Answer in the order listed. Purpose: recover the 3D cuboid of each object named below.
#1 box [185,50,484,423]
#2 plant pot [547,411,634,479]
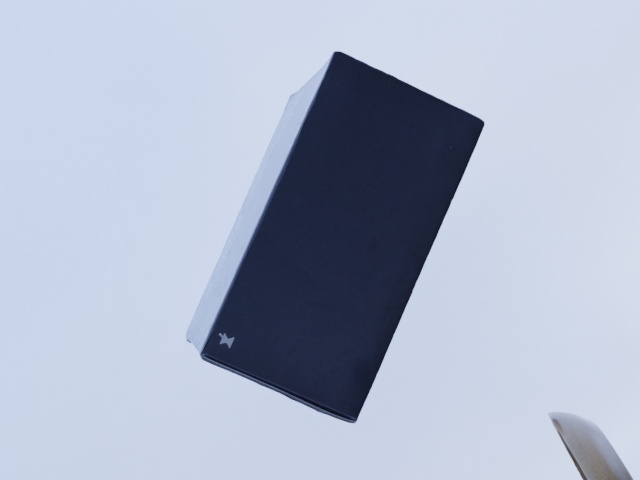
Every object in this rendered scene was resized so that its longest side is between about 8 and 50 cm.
[{"bbox_3d":[0.000,0.000,1.261,0.312,0.179,0.343,175,119,-81],"label":"box"},{"bbox_3d":[0.251,0.235,0.882,0.032,0.236,0.236,-29,-28,6],"label":"plant pot"}]
